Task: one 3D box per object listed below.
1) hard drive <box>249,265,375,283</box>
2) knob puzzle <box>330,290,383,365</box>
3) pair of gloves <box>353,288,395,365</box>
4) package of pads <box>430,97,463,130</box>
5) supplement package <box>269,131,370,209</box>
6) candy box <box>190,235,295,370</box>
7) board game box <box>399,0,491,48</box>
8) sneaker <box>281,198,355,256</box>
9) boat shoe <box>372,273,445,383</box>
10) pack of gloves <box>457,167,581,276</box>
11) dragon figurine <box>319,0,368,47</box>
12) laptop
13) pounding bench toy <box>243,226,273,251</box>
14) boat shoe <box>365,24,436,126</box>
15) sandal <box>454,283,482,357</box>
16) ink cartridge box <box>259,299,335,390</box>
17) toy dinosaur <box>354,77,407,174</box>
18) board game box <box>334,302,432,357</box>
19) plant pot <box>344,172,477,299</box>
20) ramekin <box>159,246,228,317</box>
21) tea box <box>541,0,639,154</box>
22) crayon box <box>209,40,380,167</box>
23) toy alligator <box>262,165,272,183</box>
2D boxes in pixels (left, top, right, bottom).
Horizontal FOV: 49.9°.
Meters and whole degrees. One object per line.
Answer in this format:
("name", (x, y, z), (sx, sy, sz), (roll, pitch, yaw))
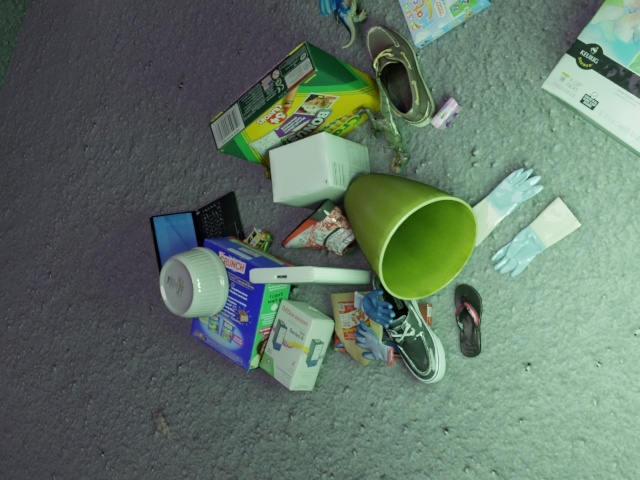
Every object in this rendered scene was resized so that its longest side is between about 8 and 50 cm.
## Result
("hard drive", (-0.004, 0.093, 1.770), (0.203, 0.308, 0.040), (-4, 83, 36))
("knob puzzle", (0.105, 0.229, 1.801), (0.213, 0.030, 0.213), (18, 113, 50))
("pair of gloves", (0.132, 0.209, 1.705), (0.159, 0.023, 0.198), (22, 116, 53))
("package of pads", (0.319, -0.318, 1.735), (0.032, 0.050, 0.083), (49, 113, 24))
("supplement package", (0.002, -0.181, 1.860), (0.194, 0.203, 0.149), (-13, 78, 34))
("candy box", (-0.235, 0.177, 2.019), (0.268, 0.122, 0.317), (25, 112, 35))
("board game box", (0.315, -0.621, 1.776), (0.212, 0.039, 0.160), (-27, 70, 32))
("sneaker", (0.000, 0.000, 1.909), (0.145, 0.090, 0.270), (45, 143, -4))
("boat shoe", (0.209, 0.211, 1.697), (0.108, 0.102, 0.301), (-30, 68, 29))
("pack of gloves", (0.466, -0.042, 1.617), (0.232, 0.046, 0.195), (-45, 67, 31))
("dragon figurine", (0.055, -0.664, 1.942), (0.144, 0.085, 0.289), (2, 86, 36))
("laptop", (-0.385, -0.009, 2.167), (0.264, 0.137, 0.234), (-24, 72, 32))
("pounding bench toy", (-0.176, 0.009, 2.064), (0.065, 0.052, 0.083), (-49, 60, 21))
("boat shoe", (0.195, -0.446, 1.810), (0.117, 0.097, 0.324), (-33, 67, 29))
("sandal", (0.356, 0.193, 1.662), (0.067, 0.040, 0.179), (-9, 80, 35))
("ink cartridge box", (-0.065, 0.289, 1.919), (0.154, 0.093, 0.212), (28, 100, 46))
("toy dinosaur", (0.159, -0.305, 1.802), (0.118, 0.064, 0.268), (16, 135, 49))
("board game box", (0.160, 0.231, 1.811), (0.281, 0.027, 0.145), (-1, 83, 36))
("plant pot", (0.186, -0.048, 1.697), (0.274, 0.275, 0.293), (-61, 40, 15))
("ramekin", (-0.370, 0.126, 1.976), (0.207, 0.109, 0.207), (7, 101, 42))
("tea box", (0.691, -0.330, 1.359), (0.329, 0.220, 0.323), (45, 111, 30))
("crayon box", (-0.059, -0.339, 1.851), (0.363, 0.313, 0.106), (-33, 64, 30))
("toy alligator", (-0.137, -0.192, 2.061), (0.051, 0.056, 0.189), (120, 136, -69))
